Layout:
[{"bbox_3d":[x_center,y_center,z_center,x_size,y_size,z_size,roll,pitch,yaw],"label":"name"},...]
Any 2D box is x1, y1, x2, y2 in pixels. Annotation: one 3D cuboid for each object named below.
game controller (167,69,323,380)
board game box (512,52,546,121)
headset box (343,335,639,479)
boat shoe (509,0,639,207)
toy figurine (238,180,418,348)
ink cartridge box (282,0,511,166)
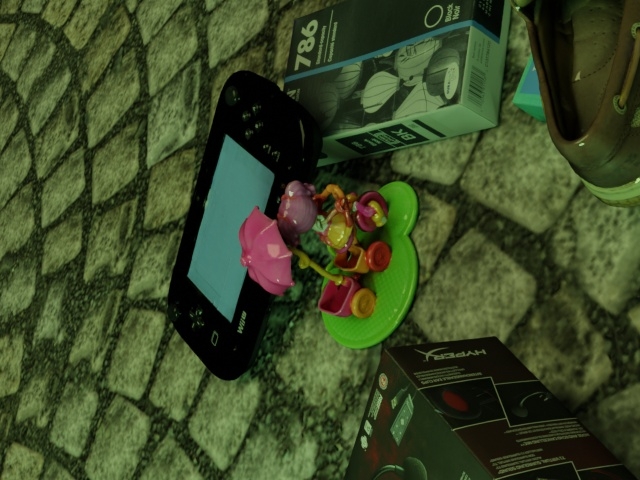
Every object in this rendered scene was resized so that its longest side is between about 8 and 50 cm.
[{"bbox_3d":[-0.087,-0.013,1.095,0.166,0.067,0.319,48,128,50],"label":"game controller"},{"bbox_3d":[0.270,-0.164,0.830,0.210,0.047,0.160,19,87,52],"label":"board game box"},{"bbox_3d":[0.130,0.238,0.699,0.293,0.110,0.218,49,133,47],"label":"headset box"},{"bbox_3d":[0.206,-0.199,0.782,0.123,0.123,0.342,-17,60,44],"label":"boat shoe"},{"bbox_3d":[0.000,0.000,0.973,0.130,0.159,0.173,14,83,51],"label":"toy figurine"},{"bbox_3d":[0.046,-0.173,1.080,0.332,0.065,0.165,-10,66,47],"label":"ink cartridge box"}]
